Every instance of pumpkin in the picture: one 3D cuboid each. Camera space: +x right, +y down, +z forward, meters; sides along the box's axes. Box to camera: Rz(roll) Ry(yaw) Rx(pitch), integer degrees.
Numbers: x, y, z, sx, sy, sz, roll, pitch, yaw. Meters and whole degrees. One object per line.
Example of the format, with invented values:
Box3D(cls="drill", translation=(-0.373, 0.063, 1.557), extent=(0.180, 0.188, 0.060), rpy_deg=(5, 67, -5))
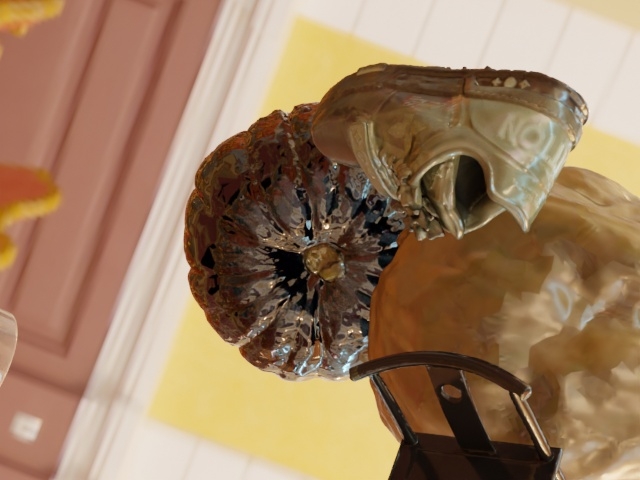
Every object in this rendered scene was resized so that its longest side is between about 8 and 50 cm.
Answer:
Box3D(cls="pumpkin", translation=(0.000, 0.000, 2.048), extent=(0.266, 0.363, 0.363), rpy_deg=(-85, -164, -73))

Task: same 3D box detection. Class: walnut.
Box3D(cls="walnut", translation=(0.229, 0.104, 1.602), extent=(0.383, 0.383, 0.384), rpy_deg=(-159, -90, -90))

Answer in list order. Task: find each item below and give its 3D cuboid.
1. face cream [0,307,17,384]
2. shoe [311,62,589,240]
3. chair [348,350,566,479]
Box3D(cls="face cream", translation=(-0.458, 0.136, 1.994), extent=(0.149, 0.104, 0.149), rpy_deg=(-36, -141, 35))
Box3D(cls="shoe", translation=(0.085, -0.067, 1.404), extent=(0.293, 0.109, 0.149), rpy_deg=(-1, -126, 43))
Box3D(cls="chair", translation=(0.118, 0.221, 1.308), extent=(0.260, 0.154, 0.141), rpy_deg=(61, 41, -44))
